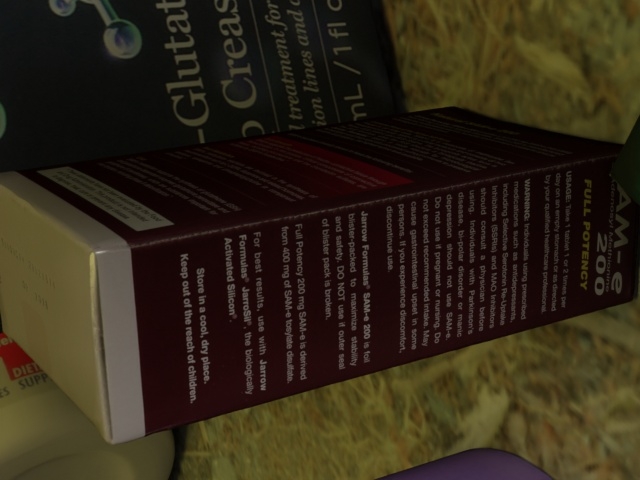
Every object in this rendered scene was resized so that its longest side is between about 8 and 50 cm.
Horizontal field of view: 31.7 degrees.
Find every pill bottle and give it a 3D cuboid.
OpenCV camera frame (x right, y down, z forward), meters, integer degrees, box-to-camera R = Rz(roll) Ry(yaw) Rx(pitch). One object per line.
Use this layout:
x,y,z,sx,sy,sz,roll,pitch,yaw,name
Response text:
-0.313,0.086,1.062,0.408,0.229,0.229,55,143,36,pill bottle

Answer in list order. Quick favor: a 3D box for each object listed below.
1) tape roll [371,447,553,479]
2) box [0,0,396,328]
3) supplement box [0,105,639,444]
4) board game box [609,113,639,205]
0.073,0.206,0.569,0.189,0.080,0.189,30,125,55,tape roll
-0.185,-0.098,0.603,0.212,0.395,0.294,-18,84,61,box
0.000,0.000,0.464,0.130,0.239,0.073,25,122,56,supplement box
0.173,-0.055,0.358,0.126,0.026,0.186,55,143,37,board game box
